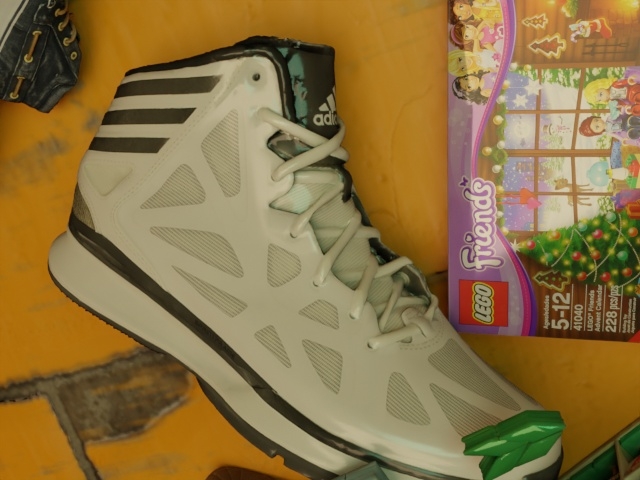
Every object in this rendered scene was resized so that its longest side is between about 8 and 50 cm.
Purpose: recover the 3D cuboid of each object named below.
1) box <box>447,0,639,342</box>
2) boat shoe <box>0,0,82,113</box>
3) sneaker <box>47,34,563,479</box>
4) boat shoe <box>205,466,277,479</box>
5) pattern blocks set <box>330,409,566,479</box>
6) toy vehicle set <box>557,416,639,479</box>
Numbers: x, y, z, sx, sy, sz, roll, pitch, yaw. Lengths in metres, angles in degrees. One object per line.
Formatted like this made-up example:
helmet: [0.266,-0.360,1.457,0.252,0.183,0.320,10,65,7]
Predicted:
box: [0.197,-0.068,0.621,0.201,0.057,0.293,2,108,15]
boat shoe: [-0.223,-0.184,0.674,0.083,0.065,0.183,16,131,-35]
sneaker: [-0.001,0.000,0.612,0.448,0.169,0.257,27,112,18]
boat shoe: [-0.032,0.270,0.794,0.170,0.063,0.059,16,114,19]
pattern blocks set: [0.152,0.251,0.563,0.285,0.026,0.324,-19,113,14]
toy vehicle set: [0.273,0.177,0.625,0.035,0.166,0.267,43,112,-2]
